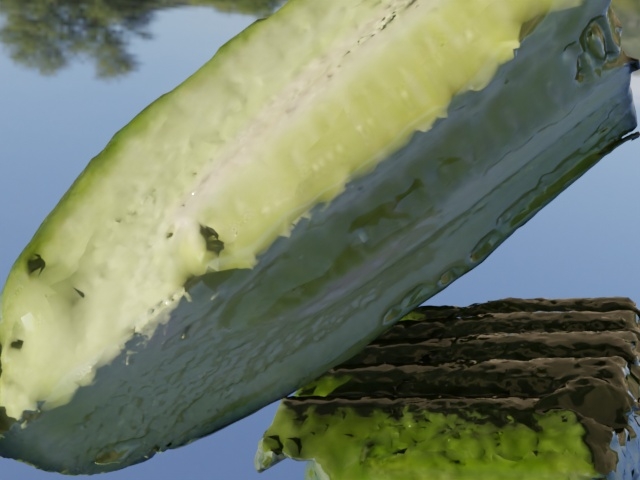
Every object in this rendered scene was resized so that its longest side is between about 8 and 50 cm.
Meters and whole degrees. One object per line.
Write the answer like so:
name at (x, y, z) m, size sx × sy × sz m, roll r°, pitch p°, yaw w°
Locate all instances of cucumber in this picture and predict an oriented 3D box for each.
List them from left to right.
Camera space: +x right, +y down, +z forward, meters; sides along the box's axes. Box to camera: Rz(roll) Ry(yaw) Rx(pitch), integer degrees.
cucumber at (-0.011, -0.021, 0.522) m, size 0.105 × 0.325 × 0.145 m, roll 50°, pitch 180°, yaw 39°

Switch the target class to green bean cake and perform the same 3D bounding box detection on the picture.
green bean cake at (0.115, 0.214, 0.721) m, size 0.218 × 0.319 × 0.335 m, roll -3°, pitch -171°, yaw 24°
